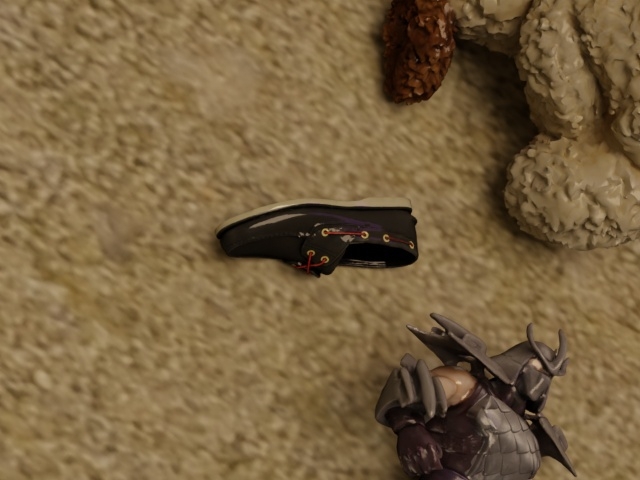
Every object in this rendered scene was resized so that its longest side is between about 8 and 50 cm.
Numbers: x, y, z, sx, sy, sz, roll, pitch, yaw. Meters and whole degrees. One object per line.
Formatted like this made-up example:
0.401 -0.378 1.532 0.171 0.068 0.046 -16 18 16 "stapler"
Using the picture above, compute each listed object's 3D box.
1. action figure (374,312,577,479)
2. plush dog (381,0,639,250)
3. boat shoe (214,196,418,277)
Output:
0.068 0.167 0.885 0.185 0.099 0.285 44 72 -25 "action figure"
0.160 -0.160 0.974 0.225 0.210 0.262 29 64 14 "plush dog"
0.001 -0.001 0.928 0.133 0.049 0.042 -2 71 -28 "boat shoe"
